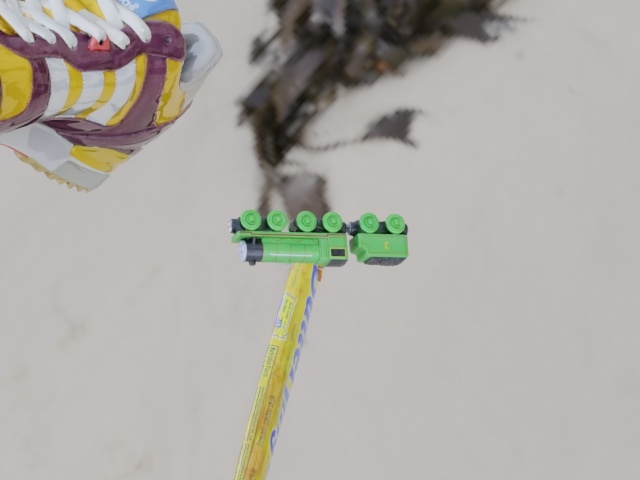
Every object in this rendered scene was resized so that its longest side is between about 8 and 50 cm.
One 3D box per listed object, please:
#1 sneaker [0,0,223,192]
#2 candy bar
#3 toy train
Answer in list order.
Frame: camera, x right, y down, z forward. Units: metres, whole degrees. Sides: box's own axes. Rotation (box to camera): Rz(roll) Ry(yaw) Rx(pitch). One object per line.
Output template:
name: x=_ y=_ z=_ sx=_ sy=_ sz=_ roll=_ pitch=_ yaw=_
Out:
sneaker: x=-0.098 y=-0.072 z=0.621 sx=0.084 sy=0.185 sz=0.069 roll=-39 pitch=77 yaw=10
candy bar: x=-0.025 y=0.078 z=0.933 sx=0.018 sy=0.040 sz=0.161 roll=14 pitch=70 yaw=3
toy train: x=0.000 y=0.000 z=0.766 sx=0.017 sy=0.083 sz=0.023 roll=140 pitch=128 yaw=-66
